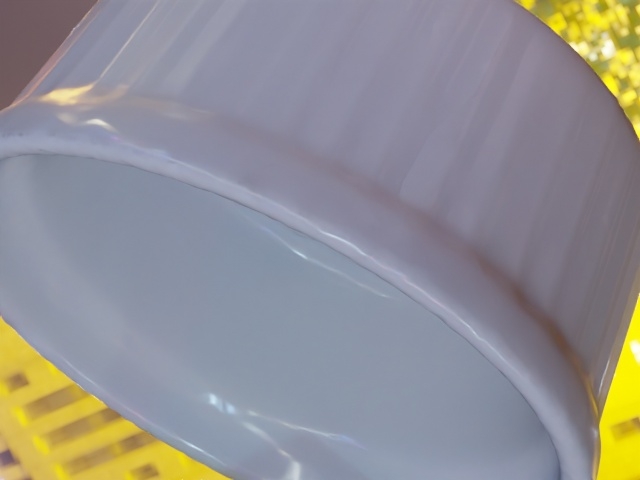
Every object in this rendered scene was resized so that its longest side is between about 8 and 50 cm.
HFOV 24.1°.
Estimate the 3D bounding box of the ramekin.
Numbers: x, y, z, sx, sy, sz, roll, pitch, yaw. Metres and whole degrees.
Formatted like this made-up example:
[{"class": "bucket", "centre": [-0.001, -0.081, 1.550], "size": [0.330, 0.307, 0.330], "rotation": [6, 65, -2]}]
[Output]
[{"class": "ramekin", "centre": [0.000, 0.000, 0.608], "size": [0.277, 0.277, 0.135], "rotation": [49, -123, -34]}]
